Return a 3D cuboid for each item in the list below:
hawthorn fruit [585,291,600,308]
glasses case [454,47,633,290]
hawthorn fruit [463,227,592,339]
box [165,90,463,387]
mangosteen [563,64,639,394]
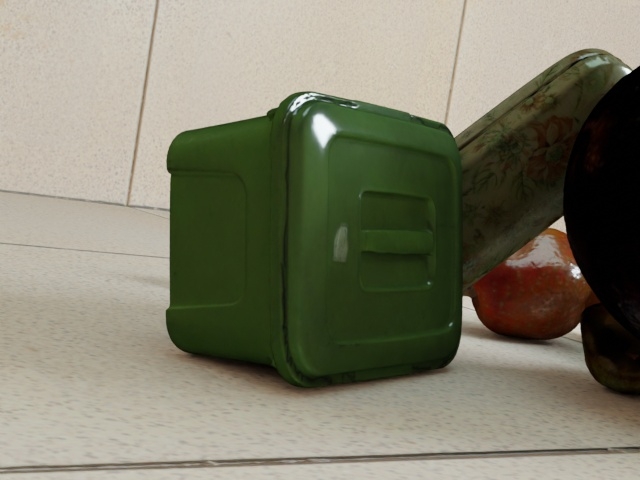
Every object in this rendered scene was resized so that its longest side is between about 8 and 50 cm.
[{"bbox_3d":[0.417,0.077,1.574,0.165,0.165,0.285,7,-3,-30],"label":"hawthorn fruit"},{"bbox_3d":[0.187,-0.050,1.240,0.156,0.425,0.098,48,8,-36],"label":"glasses case"},{"bbox_3d":[0.251,0.063,1.444,0.203,0.163,0.162,-10,10,-19],"label":"hawthorn fruit"},{"bbox_3d":[0.000,0.000,1.041,0.177,0.253,0.328,1,-2,31],"label":"box"},{"bbox_3d":[0.429,-0.005,1.100,0.382,0.435,0.382,2,49,-3],"label":"mangosteen"}]
